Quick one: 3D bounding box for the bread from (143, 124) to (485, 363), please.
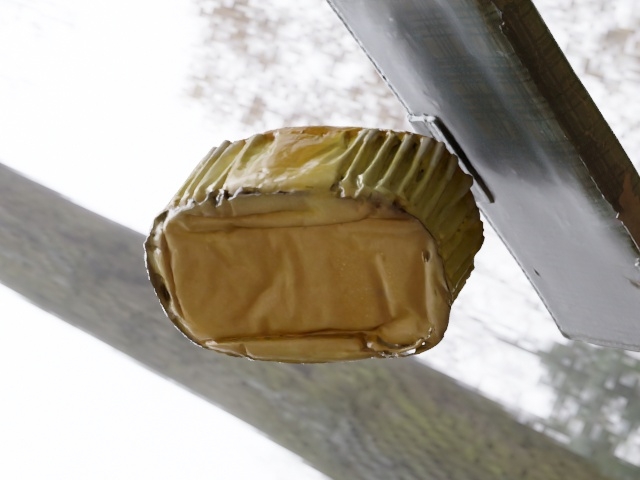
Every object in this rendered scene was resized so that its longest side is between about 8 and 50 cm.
[{"bbox_3d":[0.000,0.000,1.167,0.114,0.190,0.132,-56,-37,-54],"label":"bread"}]

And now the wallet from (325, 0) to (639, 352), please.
[{"bbox_3d":[0.119,-0.059,1.130,0.044,0.169,0.317,-44,-68,-19],"label":"wallet"}]
